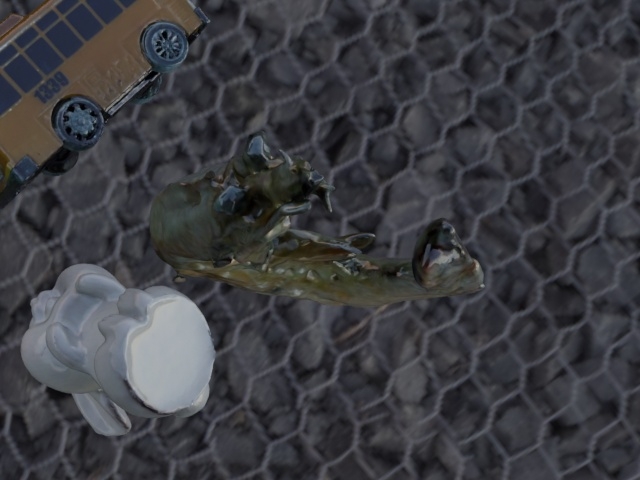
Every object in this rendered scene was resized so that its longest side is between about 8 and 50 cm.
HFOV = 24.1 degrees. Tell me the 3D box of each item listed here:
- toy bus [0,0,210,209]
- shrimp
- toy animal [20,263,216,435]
[{"bbox_3d":[-0.192,-0.126,1.125,0.114,0.098,0.201,48,65,-6],"label":"toy bus"},{"bbox_3d":[0.000,0.000,1.042,0.246,0.360,0.085,11,78,0],"label":"shrimp"},{"bbox_3d":[-0.194,0.111,1.476,0.178,0.193,0.127,43,61,-29],"label":"toy animal"}]
